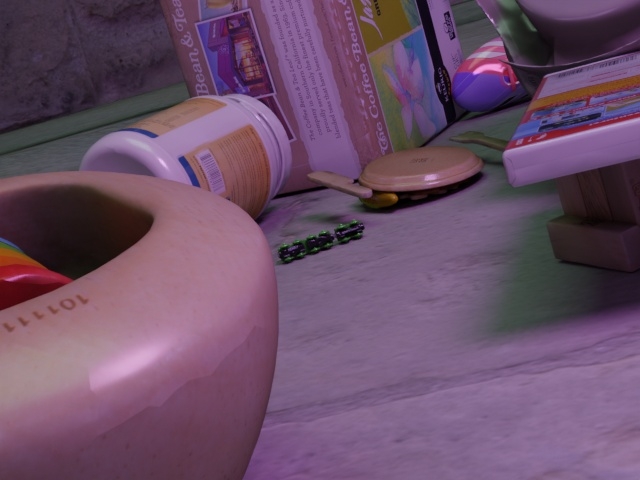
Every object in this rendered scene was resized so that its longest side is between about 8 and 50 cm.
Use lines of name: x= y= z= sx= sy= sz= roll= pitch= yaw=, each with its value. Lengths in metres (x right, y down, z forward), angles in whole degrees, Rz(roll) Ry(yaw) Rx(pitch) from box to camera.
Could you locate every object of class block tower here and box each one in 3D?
block tower: x=0.317 y=-0.082 z=0.995 sx=0.335 sy=0.097 sz=0.091 roll=-23 pitch=13 yaw=-21

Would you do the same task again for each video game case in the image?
video game case: x=0.235 y=-0.101 z=0.908 sx=0.204 sy=0.025 sz=0.285 roll=-13 pitch=12 yaw=17

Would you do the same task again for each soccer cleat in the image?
soccer cleat: x=0.276 y=-0.214 z=1.661 sx=0.248 sy=0.083 sz=0.095 roll=-18 pitch=17 yaw=-17

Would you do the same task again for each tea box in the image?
tea box: x=-0.003 y=-0.254 z=1.618 sx=0.219 sy=0.329 sz=0.323 roll=-9 pitch=16 yaw=30

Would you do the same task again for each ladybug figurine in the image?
ladybug figurine: x=-0.176 y=0.077 z=0.758 sx=0.305 sy=0.162 sz=0.449 roll=-23 pitch=19 yaw=-19

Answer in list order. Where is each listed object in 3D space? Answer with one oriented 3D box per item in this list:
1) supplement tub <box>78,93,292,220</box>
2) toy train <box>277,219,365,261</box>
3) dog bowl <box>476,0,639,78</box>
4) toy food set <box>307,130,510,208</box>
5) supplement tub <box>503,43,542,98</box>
supplement tub: x=-0.133 y=-0.064 z=1.399 sx=0.144 sy=0.144 sz=0.199 roll=-8 pitch=15 yaw=37
toy train: x=0.000 y=0.000 z=1.240 sx=0.083 sy=0.017 sz=0.023 roll=-19 pitch=3 yaw=-7
dog bowl: x=0.276 y=-0.271 z=1.163 sx=0.348 sy=0.102 sz=0.349 roll=-30 pitch=44 yaw=34
toy food set: x=0.097 y=-0.061 z=1.346 sx=0.192 sy=0.039 sz=0.132 roll=-16 pitch=18 yaw=-22
supplement tub: x=0.354 y=-0.226 z=1.302 sx=0.207 sy=0.207 sz=0.338 roll=-27 pitch=15 yaw=-38
